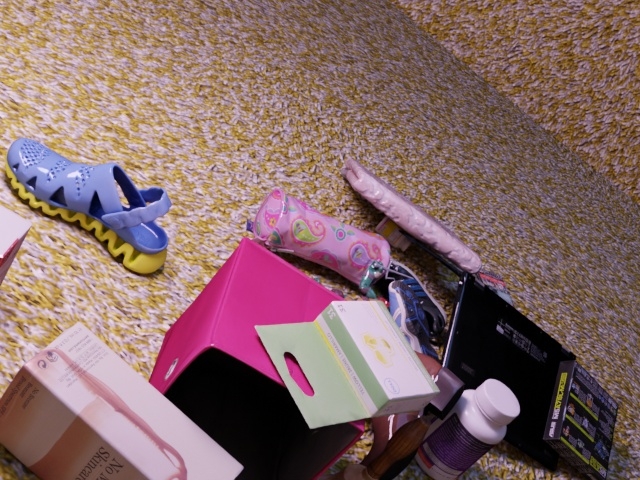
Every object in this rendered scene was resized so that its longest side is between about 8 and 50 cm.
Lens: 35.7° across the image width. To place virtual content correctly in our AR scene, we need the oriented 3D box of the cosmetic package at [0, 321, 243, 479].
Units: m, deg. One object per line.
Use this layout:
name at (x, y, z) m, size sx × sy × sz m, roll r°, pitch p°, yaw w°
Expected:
cosmetic package at (-0.270, 0.271, 1.296) m, size 0.296 × 0.153 × 0.129 m, roll 40°, pitch 32°, yaw 2°

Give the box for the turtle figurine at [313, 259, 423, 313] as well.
turtle figurine at (0.094, 0.131, 1.911) m, size 0.234 × 0.118 × 0.175 m, roll 1°, pitch 40°, yaw -30°

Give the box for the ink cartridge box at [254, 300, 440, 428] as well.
ink cartridge box at (0.041, 0.165, 1.373) m, size 0.235 × 0.056 × 0.171 m, roll 4°, pitch 46°, yaw -49°

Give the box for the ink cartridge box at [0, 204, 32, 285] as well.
ink cartridge box at (-0.473, 0.032, 1.399) m, size 0.056 × 0.135 × 0.099 m, roll 32°, pitch 31°, yaw -8°

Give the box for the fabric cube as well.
fabric cube at (-0.097, 0.204, 1.468) m, size 0.259 × 0.254 × 0.258 m, roll 32°, pitch 32°, yaw -14°

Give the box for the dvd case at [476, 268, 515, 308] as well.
dvd case at (0.419, 0.119, 2.383) m, size 0.087 × 0.013 × 0.119 m, roll 20°, pitch 35°, yaw -30°

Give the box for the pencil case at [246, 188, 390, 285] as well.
pencil case at (0.000, 0.000, 1.982) m, size 0.284 × 0.124 × 0.124 m, roll 23°, pitch 34°, yaw -26°

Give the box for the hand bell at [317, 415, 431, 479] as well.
hand bell at (0.089, 0.343, 1.502) m, size 0.126 × 0.242 × 0.126 m, roll 29°, pitch 32°, yaw -20°

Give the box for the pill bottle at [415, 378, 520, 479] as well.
pill bottle at (0.258, 0.332, 1.749) m, size 0.108 × 0.193 × 0.108 m, roll 28°, pitch 33°, yaw -20°

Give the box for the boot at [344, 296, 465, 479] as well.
boot at (0.063, 0.257, 1.702) m, size 0.280 × 0.264 × 0.096 m, roll 34°, pitch -16°, yaw 23°

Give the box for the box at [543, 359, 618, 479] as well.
box at (0.538, 0.371, 2.035) m, size 0.191 × 0.045 × 0.184 m, roll 42°, pitch 55°, yaw -31°

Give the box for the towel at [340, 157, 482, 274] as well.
towel at (0.194, -0.060, 2.224) m, size 0.332 × 0.053 × 0.317 m, roll 35°, pitch 7°, yaw -11°

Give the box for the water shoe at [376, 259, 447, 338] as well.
water shoe at (0.181, 0.119, 2.061) m, size 0.203 × 0.073 × 0.080 m, roll 41°, pitch 28°, yaw 1°

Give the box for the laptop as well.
laptop at (0.322, 0.219, 2.062) m, size 0.382 × 0.236 × 0.408 m, roll 35°, pitch 58°, yaw -31°

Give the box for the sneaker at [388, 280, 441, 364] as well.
sneaker at (0.153, 0.177, 1.801) m, size 0.080 × 0.081 × 0.211 m, roll 1°, pitch 72°, yaw -59°

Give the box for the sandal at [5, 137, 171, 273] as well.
sandal at (-0.373, -0.084, 1.662) m, size 0.317 × 0.138 × 0.126 m, roll 31°, pitch 33°, yaw -11°

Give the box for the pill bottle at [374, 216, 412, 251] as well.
pill bottle at (0.166, -0.013, 2.248) m, size 0.083 × 0.043 × 0.043 m, roll 42°, pitch 30°, yaw 3°
